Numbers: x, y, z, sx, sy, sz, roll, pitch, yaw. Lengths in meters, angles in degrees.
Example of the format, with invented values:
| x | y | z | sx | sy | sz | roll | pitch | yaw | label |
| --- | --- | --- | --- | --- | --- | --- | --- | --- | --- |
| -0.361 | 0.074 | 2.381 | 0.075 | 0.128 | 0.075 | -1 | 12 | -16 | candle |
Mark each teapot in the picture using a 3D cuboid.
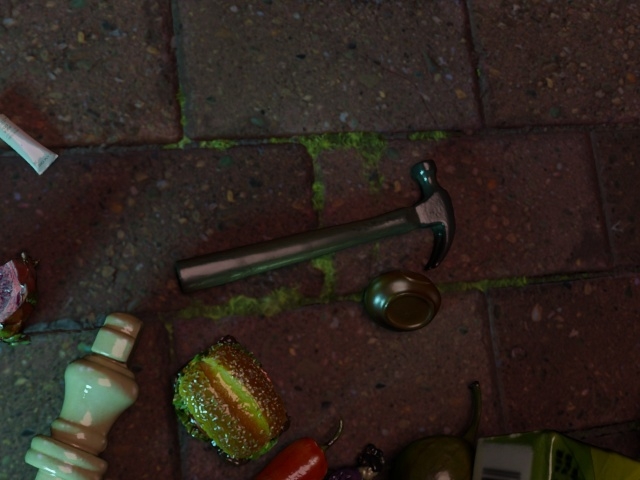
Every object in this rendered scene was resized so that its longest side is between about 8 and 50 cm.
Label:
| x | y | z | sx | sy | sz | roll | pitch | yaw | label |
| --- | --- | --- | --- | --- | --- | --- | --- | --- | --- |
| 0.125 | 0.086 | 1.295 | 0.129 | 0.078 | 0.098 | 16 | 116 | -23 | teapot |

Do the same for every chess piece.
| x | y | z | sx | sy | sz | roll | pitch | yaw | label |
| --- | --- | --- | --- | --- | --- | --- | --- | --- | --- |
| -0.318 | 0.278 | 1.102 | 0.117 | 0.117 | 0.397 | 25 | 72 | -10 | chess piece |

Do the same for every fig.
| x | y | z | sx | sy | sz | roll | pitch | yaw | label |
| --- | --- | --- | --- | --- | --- | --- | --- | --- | --- |
| 0.191 | 0.302 | 1.262 | 0.124 | 0.124 | 0.236 | 45 | 51 | -4 | fig |

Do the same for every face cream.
| x | y | z | sx | sy | sz | roll | pitch | yaw | label |
| --- | --- | --- | --- | --- | --- | --- | --- | --- | --- |
| -0.419 | -0.140 | 1.201 | 0.115 | 0.020 | 0.038 | 41 | 70 | -8 | face cream |

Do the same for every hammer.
| x | y | z | sx | sy | sz | roll | pitch | yaw | label |
| --- | --- | --- | --- | --- | --- | --- | --- | --- | --- |
| 0.000 | 0.000 | 1.287 | 0.439 | 0.044 | 0.168 | -13 | 82 | -18 | hammer |

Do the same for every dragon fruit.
| x | y | z | sx | sy | sz | roll | pitch | yaw | label |
| --- | --- | --- | --- | --- | --- | --- | --- | --- | --- |
| -0.410 | 0.091 | 1.118 | 0.147 | 0.102 | 0.096 | -35 | 83 | -10 | dragon fruit |

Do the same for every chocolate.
| x | y | z | sx | sy | sz | roll | pitch | yaw | label |
| --- | --- | --- | --- | --- | --- | --- | --- | --- | --- |
| 0.320 | 0.425 | 1.198 | 0.288 | 0.137 | 0.301 | 24 | 72 | -41 | chocolate |

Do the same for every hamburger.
| x | y | z | sx | sy | sz | roll | pitch | yaw | label |
| --- | --- | --- | --- | --- | --- | --- | --- | --- | --- |
| -0.121 | 0.223 | 1.181 | 0.137 | 0.087 | 0.166 | -36 | 91 | -19 | hamburger |

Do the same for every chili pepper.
| x | y | z | sx | sy | sz | roll | pitch | yaw | label |
| --- | --- | --- | --- | --- | --- | --- | --- | --- | --- |
| -0.059 | 0.343 | 1.192 | 0.071 | 0.063 | 0.272 | 39 | 72 | 21 | chili pepper |

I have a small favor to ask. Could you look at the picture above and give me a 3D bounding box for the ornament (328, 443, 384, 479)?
| x | y | z | sx | sy | sz | roll | pitch | yaw | label |
| --- | --- | --- | --- | --- | --- | --- | --- | --- | --- |
| 0.030 | 0.368 | 1.201 | 0.203 | 0.088 | 0.081 | -36 | 68 | -28 | ornament |
